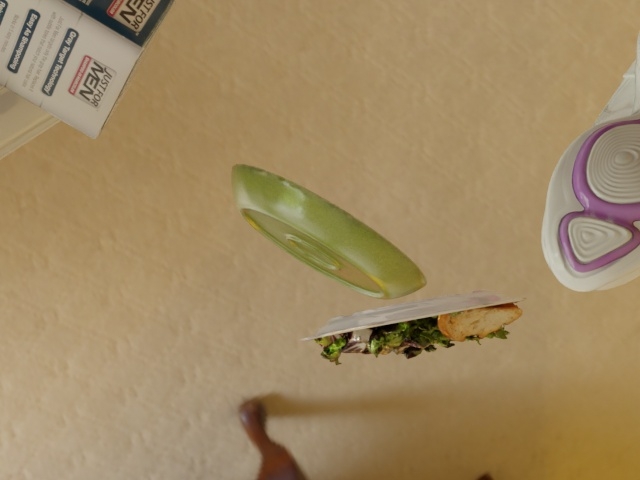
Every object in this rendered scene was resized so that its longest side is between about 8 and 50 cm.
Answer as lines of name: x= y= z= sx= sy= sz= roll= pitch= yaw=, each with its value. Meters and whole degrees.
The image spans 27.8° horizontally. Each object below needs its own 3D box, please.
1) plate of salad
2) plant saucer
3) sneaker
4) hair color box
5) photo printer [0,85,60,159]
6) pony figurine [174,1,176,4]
plate of salad: x=0.082 y=0.078 z=1.123 sx=0.200 sy=0.200 sz=0.048 roll=-9 pitch=85 yaw=-23
plant saucer: x=0.000 y=0.000 z=1.373 sx=0.241 sy=0.241 sz=0.037 roll=41 pitch=76 yaw=-43
sneaker: x=0.260 y=-0.052 z=1.033 sx=0.305 sy=0.114 sz=0.152 roll=-53 pitch=161 yaw=-35
hair color box: x=-0.347 y=-0.274 z=1.393 sx=0.347 sy=0.105 sz=0.174 roll=31 pitch=141 yaw=-8
photo printer: x=-0.464 y=-0.174 z=1.584 sx=0.307 sy=0.256 sz=0.107 roll=-41 pitch=139 yaw=-41
pony figurine: x=-0.042 y=-0.449 z=1.586 sx=0.363 sy=0.303 sz=0.351 roll=17 pitch=83 yaw=-28
